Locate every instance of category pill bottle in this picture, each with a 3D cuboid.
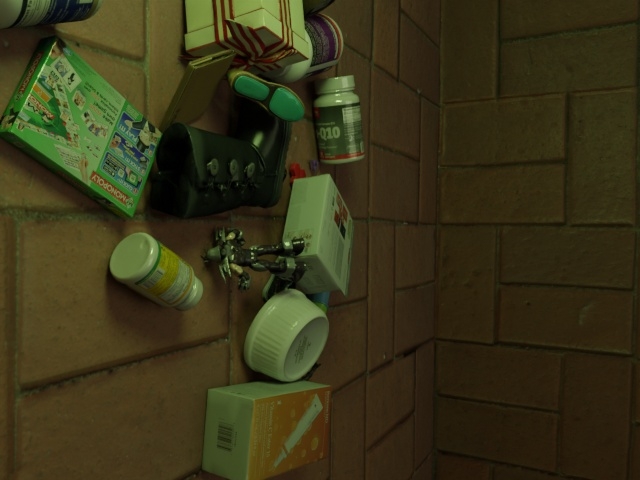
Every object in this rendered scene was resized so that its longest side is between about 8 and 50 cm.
[{"bbox_3d":[-0.498,-0.428,0.962,0.265,0.153,0.153,-40,126,-55],"label":"pill bottle"},{"bbox_3d":[0.060,-0.414,2.032,0.161,0.161,0.283,-33,120,-58],"label":"pill bottle"},{"bbox_3d":[-0.071,-0.568,1.749,0.323,0.181,0.181,-40,126,-55],"label":"pill bottle"},{"bbox_3d":[-0.352,0.078,1.307,0.208,0.117,0.117,48,49,-52],"label":"pill bottle"}]

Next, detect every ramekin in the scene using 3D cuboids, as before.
[{"bbox_3d":[-0.087,0.286,1.725,0.273,0.127,0.273,-39,143,-38],"label":"ramekin"}]

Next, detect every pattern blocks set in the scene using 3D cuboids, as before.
[{"bbox_3d":[-0.026,-0.114,2.025,0.285,0.026,0.325,-24,112,-60],"label":"pattern blocks set"}]

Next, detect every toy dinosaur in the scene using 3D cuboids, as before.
[{"bbox_3d":[-0.060,0.444,1.949,0.268,0.064,0.118,34,77,-57],"label":"toy dinosaur"}]

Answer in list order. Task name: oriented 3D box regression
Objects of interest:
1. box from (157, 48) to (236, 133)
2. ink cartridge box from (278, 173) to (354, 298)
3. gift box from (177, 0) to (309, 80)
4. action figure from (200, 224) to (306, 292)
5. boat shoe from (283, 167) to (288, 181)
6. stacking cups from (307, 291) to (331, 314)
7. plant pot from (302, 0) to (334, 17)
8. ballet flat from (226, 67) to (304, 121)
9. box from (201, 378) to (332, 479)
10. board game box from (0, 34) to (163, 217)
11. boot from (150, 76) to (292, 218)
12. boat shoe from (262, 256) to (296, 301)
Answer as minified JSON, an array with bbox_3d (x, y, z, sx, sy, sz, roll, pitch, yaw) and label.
[{"bbox_3d":[-0.285,-0.345,1.370,0.021,0.201,0.164,42,38,2],"label":"box"},{"bbox_3d":[0.000,0.000,1.859,0.272,0.130,0.309,58,32,-47],"label":"ink cartridge box"},{"bbox_3d":[-0.199,-0.543,1.450,0.276,0.255,0.258,3,80,-59],"label":"gift box"},{"bbox_3d":[-0.179,0.049,1.577,0.285,0.099,0.185,4,65,-27],"label":"action figure"},{"bbox_3d":[-0.133,-0.192,1.768,0.073,0.073,0.207,51,46,-50],"label":"boat shoe"},{"bbox_3d":[-0.013,0.194,2.018,0.096,0.096,0.316,54,40,-50],"label":"stacking cups"},{"bbox_3d":[-0.056,-0.755,1.653,0.230,0.215,0.215,60,35,-8],"label":"plant pot"},{"bbox_3d":[-0.136,-0.371,1.484,0.232,0.073,0.080,22,108,-42],"label":"ballet flat"},{"bbox_3d":[-0.138,0.510,1.634,0.345,0.168,0.215,9,84,-54],"label":"box"},{"bbox_3d":[-0.456,-0.211,1.172,0.317,0.046,0.213,47,51,-54],"label":"board game box"},{"bbox_3d":[-0.239,-0.249,1.476,0.445,0.146,0.367,-11,102,-62],"label":"boot"},{"bbox_3d":[-0.106,0.116,1.820,0.065,0.083,0.183,63,39,-44],"label":"boat shoe"}]
